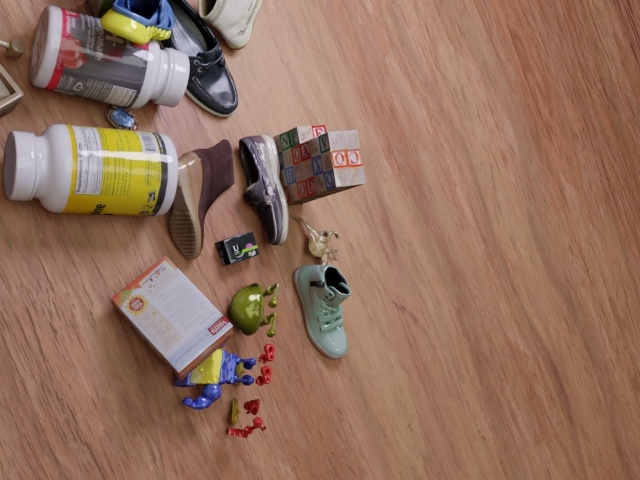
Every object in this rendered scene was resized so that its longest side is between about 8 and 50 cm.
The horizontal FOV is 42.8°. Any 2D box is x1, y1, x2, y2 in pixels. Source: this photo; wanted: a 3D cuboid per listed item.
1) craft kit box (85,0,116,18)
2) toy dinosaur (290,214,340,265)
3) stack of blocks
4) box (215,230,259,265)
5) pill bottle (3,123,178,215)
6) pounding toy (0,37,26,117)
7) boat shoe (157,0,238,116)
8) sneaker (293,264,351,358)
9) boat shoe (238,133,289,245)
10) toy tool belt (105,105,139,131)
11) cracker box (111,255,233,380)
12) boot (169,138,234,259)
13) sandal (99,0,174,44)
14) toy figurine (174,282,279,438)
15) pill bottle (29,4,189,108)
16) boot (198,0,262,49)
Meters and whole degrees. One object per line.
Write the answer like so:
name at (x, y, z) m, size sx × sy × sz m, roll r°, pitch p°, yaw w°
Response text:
craft kit box at (-0.393, -0.596, 1.805) m, size 0.246 × 0.250 × 0.061 m, roll -37°, pitch 101°, yaw -17°
toy dinosaur at (0.000, 0.000, 2.096) m, size 0.092 × 0.053 × 0.183 m, roll -24°, pitch 87°, yaw -39°
stack of blocks at (-0.020, -0.190, 1.976) m, size 0.087 × 0.297 × 0.171 m, roll -9°, pitch 88°, yaw -32°
box at (-0.201, 0.020, 1.976) m, size 0.083 × 0.052 × 0.062 m, roll -20°, pitch 94°, yaw -31°
pill bottle at (-0.489, -0.149, 1.742) m, size 0.333 × 0.188 × 0.188 m, roll 1°, pitch 82°, yaw -31°
pounding toy at (-0.706, -0.348, 1.700) m, size 0.181 × 0.094 × 0.206 m, roll 52°, pitch 51°, yaw -9°
boat shoe at (-0.293, -0.454, 1.955) m, size 0.127 × 0.113 × 0.340 m, roll -36°, pitch 102°, yaw -32°
sneaker at (0.027, 0.179, 2.036) m, size 0.094 × 0.151 × 0.256 m, roll -27°, pitch 98°, yaw -34°
boat shoe at (-0.145, -0.123, 2.009) m, size 0.092 × 0.103 × 0.285 m, roll -5°, pitch 82°, yaw -27°
toy tool belt at (-0.447, -0.277, 1.868) m, size 0.083 × 0.051 × 0.052 m, roll 36°, pitch 66°, yaw -23°
cracker box at (-0.324, 0.169, 1.794) m, size 0.155 × 0.067 × 0.232 m, roll -40°, pitch 72°, yaw -21°
boot at (-0.265, -0.099, 1.931) m, size 0.207 × 0.090 × 0.249 m, roll -33°, pitch 126°, yaw -50°
sandal at (-0.364, -0.503, 1.730) m, size 0.126 × 0.317 × 0.138 m, roll 24°, pitch 107°, yaw -12°
toy figurine at (-0.237, 0.254, 1.846) m, size 0.217 × 0.191 × 0.363 m, roll 12°, pitch 75°, yaw -25°
pill bottle at (-0.461, -0.391, 1.803) m, size 0.318 × 0.176 × 0.177 m, roll 9°, pitch 78°, yaw -31°
boot at (-0.222, -0.600, 2.006) m, size 0.165 × 0.077 × 0.213 m, roll 34°, pitch 64°, yaw -56°
